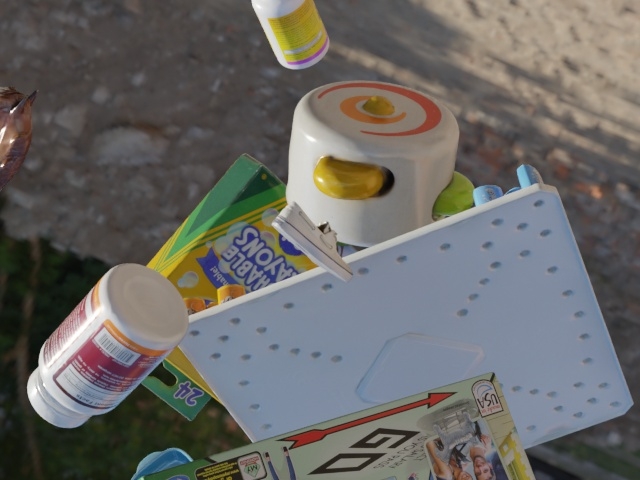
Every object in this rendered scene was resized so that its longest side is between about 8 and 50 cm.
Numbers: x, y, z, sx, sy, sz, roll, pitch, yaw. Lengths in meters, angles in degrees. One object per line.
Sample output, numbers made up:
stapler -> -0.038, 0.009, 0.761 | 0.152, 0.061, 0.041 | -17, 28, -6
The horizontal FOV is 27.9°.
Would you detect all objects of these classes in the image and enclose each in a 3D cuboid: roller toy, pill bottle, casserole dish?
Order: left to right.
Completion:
pill bottle -> -0.187, 0.095, 1.110 | 0.086, 0.152, 0.086 | 30, -145, -24
casserole dish -> -0.217, 0.411, 2.008 | 0.188, 0.114, 0.037 | 48, 172, 27
pill bottle -> -0.025, -0.171, 0.967 | 0.043, 0.043, 0.083 | 21, 153, 33
roller toy -> 0.057, -0.095, 1.468 | 0.209, 0.146, 0.191 | -12, -146, -28

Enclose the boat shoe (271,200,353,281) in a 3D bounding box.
boat shoe -> 0.000, 0.000, 1.150 | 0.100, 0.035, 0.035 | 40, 172, -31

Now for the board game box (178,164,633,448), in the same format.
board game box -> 0.099, 0.122, 1.347 | 0.390, 0.389, 0.050 | 60, -167, -45

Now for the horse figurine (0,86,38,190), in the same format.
horse figurine -> -0.304, -0.008, 0.917 | 0.174, 0.263, 0.066 | 21, -174, 13

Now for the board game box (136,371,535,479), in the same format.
board game box -> 0.035, 0.241, 0.982 | 0.317, 0.214, 0.046 | -13, 165, -28

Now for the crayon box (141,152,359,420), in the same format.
crayon box -> -0.123, 0.076, 1.690 | 0.203, 0.323, 0.083 | 42, 177, -27
